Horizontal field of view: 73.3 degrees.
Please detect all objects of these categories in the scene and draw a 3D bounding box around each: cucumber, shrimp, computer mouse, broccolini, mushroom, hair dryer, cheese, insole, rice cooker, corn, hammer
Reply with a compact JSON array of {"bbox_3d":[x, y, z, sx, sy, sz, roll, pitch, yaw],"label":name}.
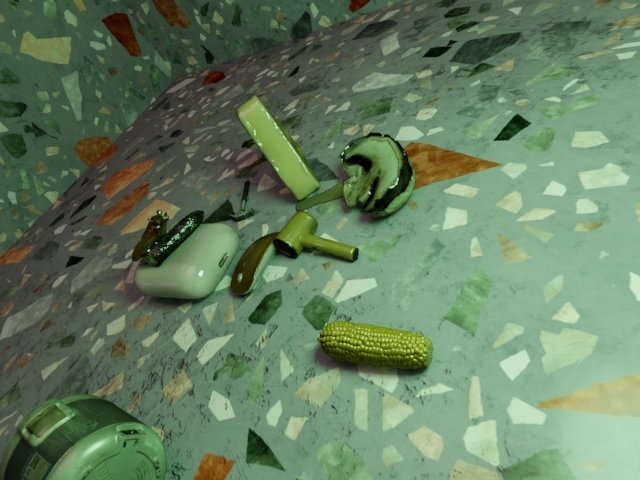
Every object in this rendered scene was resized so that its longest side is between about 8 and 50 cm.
[{"bbox_3d":[-0.466,-0.016,1.394,0.067,0.067,0.245,22,63,45],"label":"cucumber"},{"bbox_3d":[-0.545,-0.017,1.379,0.294,0.062,0.154,-42,17,52],"label":"shrimp"},{"bbox_3d":[-0.206,0.063,1.359,0.126,0.056,0.245,-10,44,45],"label":"computer mouse"},{"bbox_3d":[-0.280,-0.332,1.861,0.194,0.054,0.052,-35,8,7],"label":"broccolini"},{"bbox_3d":[0.175,-0.195,1.343,0.247,0.130,0.344,-45,36,10],"label":"mushroom"},{"bbox_3d":[0.000,0.000,1.289,0.279,0.090,0.135,16,56,36],"label":"hair dryer"},{"bbox_3d":[-0.144,-0.339,1.602,0.104,0.384,0.384,-35,38,8],"label":"cheese"},{"bbox_3d":[0.026,-0.158,1.488,0.253,0.005,0.086,-22,39,13],"label":"insole"},{"bbox_3d":[-0.518,0.498,0.940,0.277,0.288,0.288,8,53,37],"label":"rice cooker"},{"bbox_3d":[0.116,0.231,0.952,0.260,0.091,0.091,-1,83,32],"label":"corn"},{"bbox_3d":[-0.304,-0.162,1.696,0.103,0.029,0.246,-21,39,12],"label":"hammer"}]

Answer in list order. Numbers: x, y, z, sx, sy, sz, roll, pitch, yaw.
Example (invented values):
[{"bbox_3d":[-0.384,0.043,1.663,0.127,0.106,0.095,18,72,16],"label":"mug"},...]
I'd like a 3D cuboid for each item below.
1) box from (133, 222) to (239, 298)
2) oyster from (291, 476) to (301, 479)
[{"bbox_3d":[-0.456,0.066,1.464,0.349,0.141,0.288,-2,49,33],"label":"box"},{"bbox_3d":[-0.071,0.508,0.840,0.083,0.038,0.080,-33,19,42],"label":"oyster"}]
